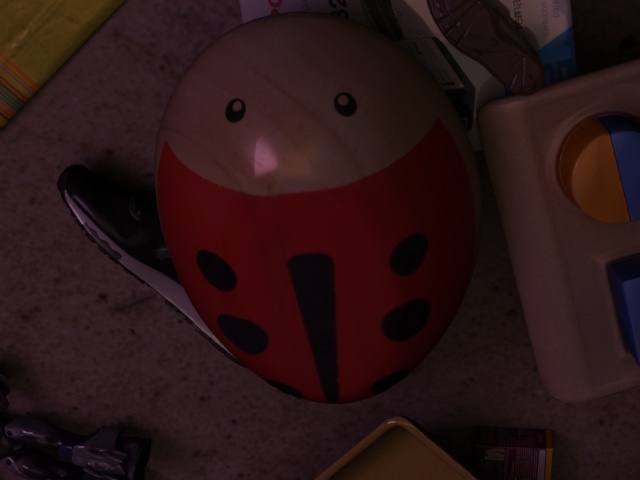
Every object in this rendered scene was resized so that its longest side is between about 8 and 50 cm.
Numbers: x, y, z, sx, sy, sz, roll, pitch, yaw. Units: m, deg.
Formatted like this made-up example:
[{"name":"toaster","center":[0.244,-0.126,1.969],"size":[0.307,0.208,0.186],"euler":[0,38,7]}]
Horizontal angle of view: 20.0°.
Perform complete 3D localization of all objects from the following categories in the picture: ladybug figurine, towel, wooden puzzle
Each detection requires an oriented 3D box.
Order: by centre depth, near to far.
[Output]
[{"name":"ladybug figurine","center":[0.000,0.000,1.681],"size":[0.305,0.162,0.449],"euler":[-7,133,8]},{"name":"wooden puzzle","center":[0.348,-0.018,1.686],"size":[0.347,0.080,0.322],"euler":[-15,112,4]},{"name":"towel","center":[-0.296,-0.209,1.816],"size":[0.102,0.021,0.237],"euler":[42,106,-18]}]

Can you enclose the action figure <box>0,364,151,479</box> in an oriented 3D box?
[{"name":"action figure","center":[-0.328,0.220,1.957],"size":[0.285,0.099,0.185],"euler":[14,122,4]}]

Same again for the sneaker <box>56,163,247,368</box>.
[{"name":"sneaker","center":[-0.136,-0.004,1.860],"size":[0.283,0.107,0.124],"euler":[41,96,-16]}]

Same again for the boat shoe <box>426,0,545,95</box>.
[{"name":"boat shoe","center":[0.149,-0.185,1.638],"size":[0.050,0.045,0.135],"euler":[-41,95,19]}]

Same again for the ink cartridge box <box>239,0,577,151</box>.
[{"name":"ink cartridge box","center":[0.086,-0.200,1.731],"size":[0.307,0.129,0.223],"euler":[-6,113,7]}]

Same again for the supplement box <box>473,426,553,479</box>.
[{"name":"supplement box","center":[0.206,0.234,1.944],"size":[0.083,0.043,0.055],"euler":[3,114,3]}]

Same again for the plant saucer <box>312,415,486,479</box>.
[{"name":"plant saucer","center":[0.102,0.355,1.960],"size":[0.333,0.081,0.332],"euler":[41,121,-11]}]
